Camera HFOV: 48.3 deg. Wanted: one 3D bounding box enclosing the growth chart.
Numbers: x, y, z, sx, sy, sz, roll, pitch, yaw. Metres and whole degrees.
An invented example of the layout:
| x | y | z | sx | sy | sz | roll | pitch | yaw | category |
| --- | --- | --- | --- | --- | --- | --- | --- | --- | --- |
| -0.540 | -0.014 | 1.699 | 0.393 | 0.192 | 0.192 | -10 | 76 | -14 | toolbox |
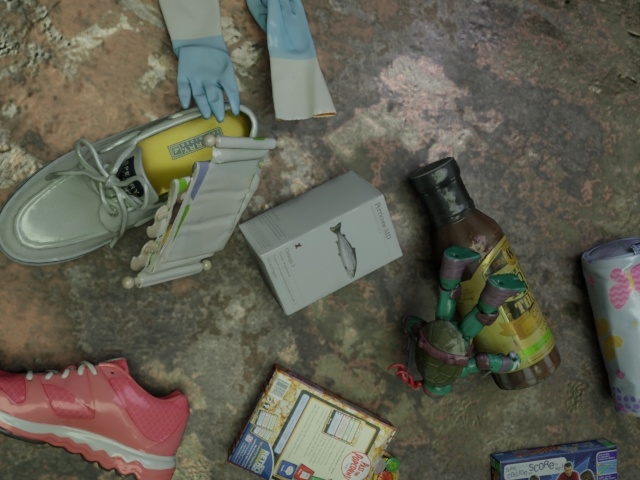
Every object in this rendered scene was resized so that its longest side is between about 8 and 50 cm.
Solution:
| x | y | z | sx | sy | sz | roll | pitch | yaw | category |
| --- | --- | --- | --- | --- | --- | --- | --- | --- | --- |
| -0.148 | -0.036 | 0.898 | 0.021 | 0.172 | 0.237 | 42 | 111 | 24 | growth chart |

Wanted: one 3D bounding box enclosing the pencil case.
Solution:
| x | y | z | sx | sy | sz | roll | pitch | yaw | category |
| --- | --- | --- | --- | --- | --- | --- | --- | --- | --- |
| 0.484 | 0.130 | 1.087 | 0.124 | 0.113 | 0.273 | -15 | 97 | -13 | pencil case |

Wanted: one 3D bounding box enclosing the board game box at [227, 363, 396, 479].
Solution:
| x | y | z | sx | sy | sz | roll | pitch | yaw | category |
| --- | --- | --- | --- | --- | --- | --- | --- | --- | --- |
| -0.013 | 0.285 | 1.012 | 0.194 | 0.045 | 0.146 | 29 | 88 | -6 | board game box |

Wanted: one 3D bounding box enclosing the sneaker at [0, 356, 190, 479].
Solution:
| x | y | z | sx | sy | sz | roll | pitch | yaw | category |
| --- | --- | --- | --- | --- | --- | --- | --- | --- | --- |
| -0.316 | 0.203 | 0.932 | 0.314 | 0.116 | 0.136 | 28 | 77 | -19 | sneaker |

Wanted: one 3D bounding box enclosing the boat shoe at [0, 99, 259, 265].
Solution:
| x | y | z | sx | sy | sz | roll | pitch | yaw | category |
| --- | --- | --- | --- | --- | --- | --- | --- | --- | --- |
| -0.237 | -0.074 | 0.892 | 0.367 | 0.156 | 0.135 | -25 | 98 | -10 | boat shoe |

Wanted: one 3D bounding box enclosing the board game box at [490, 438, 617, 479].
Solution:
| x | y | z | sx | sy | sz | roll | pitch | yaw | category |
| --- | --- | --- | --- | --- | --- | --- | --- | --- | --- |
| 0.368 | 0.392 | 1.118 | 0.201 | 0.035 | 0.136 | -3 | 94 | -12 | board game box |

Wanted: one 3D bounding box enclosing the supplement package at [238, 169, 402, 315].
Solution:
| x | y | z | sx | sy | sz | roll | pitch | yaw | category |
| --- | --- | --- | --- | --- | --- | --- | --- | --- | --- |
| 0.000 | 0.000 | 0.962 | 0.179 | 0.105 | 0.105 | -27 | 121 | -9 | supplement package |

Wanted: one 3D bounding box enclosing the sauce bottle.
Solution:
| x | y | z | sx | sy | sz | roll | pitch | yaw | category |
| --- | --- | --- | --- | --- | --- | --- | --- | --- | --- |
| 0.231 | 0.048 | 1.027 | 0.111 | 0.111 | 0.344 | -30 | 101 | -9 | sauce bottle |

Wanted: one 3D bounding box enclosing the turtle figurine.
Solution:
| x | y | z | sx | sy | sz | roll | pitch | yaw | category |
| --- | --- | --- | --- | --- | --- | --- | --- | --- | --- |
| 0.184 | 0.135 | 0.966 | 0.175 | 0.118 | 0.234 | 25 | 119 | 20 | turtle figurine |

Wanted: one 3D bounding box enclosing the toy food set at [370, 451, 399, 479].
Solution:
| x | y | z | sx | sy | sz | roll | pitch | yaw | category |
| --- | --- | --- | --- | --- | --- | --- | --- | --- | --- |
| 0.078 | 0.349 | 1.059 | 0.083 | 0.020 | 0.082 | 6 | 92 | -12 | toy food set |

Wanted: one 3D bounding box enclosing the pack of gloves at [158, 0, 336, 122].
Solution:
| x | y | z | sx | sy | sz | roll | pitch | yaw | category |
| --- | --- | --- | --- | --- | --- | --- | --- | --- | --- |
| -0.096 | -0.257 | 0.915 | 0.195 | 0.046 | 0.232 | -8 | 64 | -17 | pack of gloves |
